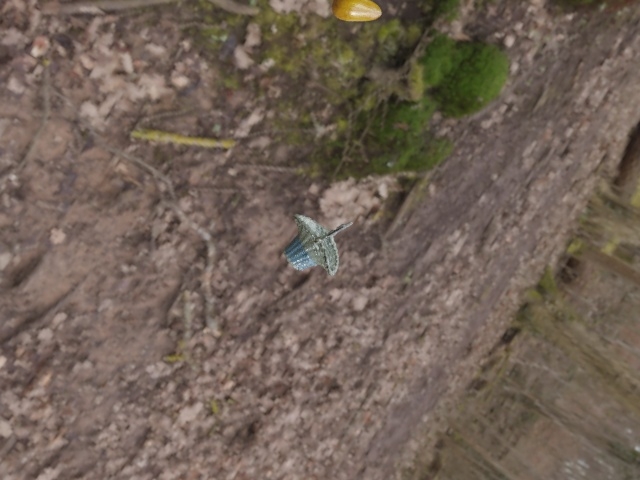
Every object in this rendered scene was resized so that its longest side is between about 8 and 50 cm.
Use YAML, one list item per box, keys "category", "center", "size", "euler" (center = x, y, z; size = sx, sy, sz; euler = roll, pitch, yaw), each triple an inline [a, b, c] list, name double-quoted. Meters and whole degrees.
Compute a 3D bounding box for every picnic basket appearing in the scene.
- category: "picnic basket"
  center: [0.000, 0.000, 0.973]
  size: [0.083, 0.083, 0.065]
  euler: [-36, 173, 14]

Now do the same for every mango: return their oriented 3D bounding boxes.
- category: "mango"
  center: [0.064, -0.405, 1.488]
  size: [0.060, 0.089, 0.046]
  euler: [-27, 132, -72]
